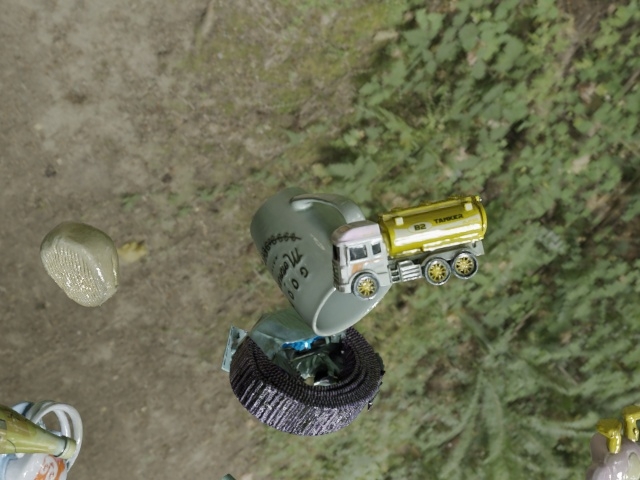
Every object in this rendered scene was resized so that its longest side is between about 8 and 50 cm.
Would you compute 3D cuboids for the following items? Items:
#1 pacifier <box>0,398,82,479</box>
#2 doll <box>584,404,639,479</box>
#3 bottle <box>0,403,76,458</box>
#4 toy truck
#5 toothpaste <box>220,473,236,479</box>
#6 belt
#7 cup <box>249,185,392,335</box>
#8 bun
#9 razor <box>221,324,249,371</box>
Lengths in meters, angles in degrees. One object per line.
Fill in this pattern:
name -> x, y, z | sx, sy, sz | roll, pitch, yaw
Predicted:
pacifier -> -0.643, 0.435, 1.659 | 0.299, 0.233, 0.244 | 80, 22, -49
doll -> 0.535, 0.480, 1.456 | 0.160, 0.094, 0.365 | -13, 100, -36
bottle -> -0.528, 0.321, 1.362 | 0.083, 0.083, 0.270 | -46, 133, 13
toy truck -> 0.124, 0.006, 1.147 | 0.227, 0.114, 0.098 | -12, -173, -7
toothpaste -> -0.120, 0.540, 1.593 | 0.036, 0.205, 0.056 | -56, 158, 11
belt -> -0.029, 0.250, 1.584 | 0.325, 0.260, 0.122 | -8, 140, -46
cup -> 0.000, 0.000, 1.414 | 0.186, 0.234, 0.258 | -25, 150, -32
bun -> -0.449, 0.037, 1.565 | 0.113, 0.166, 0.173 | -52, 170, -43
razor -> -0.124, 0.244, 1.823 | 0.232, 0.106, 0.068 | -9, 152, 44
